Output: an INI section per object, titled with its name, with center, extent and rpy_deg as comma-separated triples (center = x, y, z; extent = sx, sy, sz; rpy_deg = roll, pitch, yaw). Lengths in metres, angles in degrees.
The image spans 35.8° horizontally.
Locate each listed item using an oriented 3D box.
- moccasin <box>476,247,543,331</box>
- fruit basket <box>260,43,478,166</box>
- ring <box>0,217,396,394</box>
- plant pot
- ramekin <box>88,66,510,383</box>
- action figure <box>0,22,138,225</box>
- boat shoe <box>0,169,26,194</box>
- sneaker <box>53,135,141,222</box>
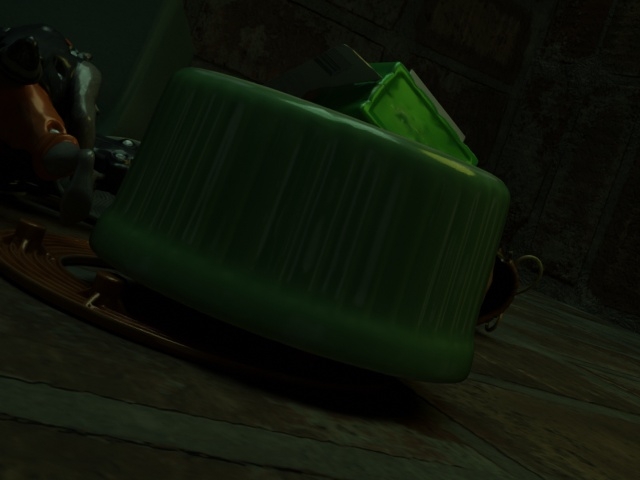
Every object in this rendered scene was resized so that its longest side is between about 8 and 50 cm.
[moccasin]
center = 0.214, 0.058, 1.367
extent = 0.147, 0.139, 0.380
rpy_deg = 28, 3, 16
[fruit basket]
center = 0.047, -0.125, 1.456
extent = 0.327, 0.165, 0.353
rpy_deg = 48, -24, -17
[ring]
center = -0.096, 0.043, 0.784
extent = 0.336, 0.032, 0.336
rpy_deg = 20, 4, -2
[plant pot]
center = -0.323, -0.197, 1.239
extent = 0.247, 0.252, 0.247
rpy_deg = 19, -8, 0
[ramekin]
center = -0.006, -0.018, 0.752
extent = 0.303, 0.148, 0.303
rpy_deg = 20, 4, -1
[action figure]
center = -0.250, -0.128, 0.968
extent = 0.341, 0.178, 0.330
rpy_deg = 17, 17, -13
[boat shoe]
center = -0.373, -0.080, 1.053
extent = 0.133, 0.042, 0.049
rpy_deg = 19, 2, -29
[sneaker]
center = -0.160, -0.032, 1.165
extent = 0.292, 0.108, 0.169
rpy_deg = 17, -10, 4
